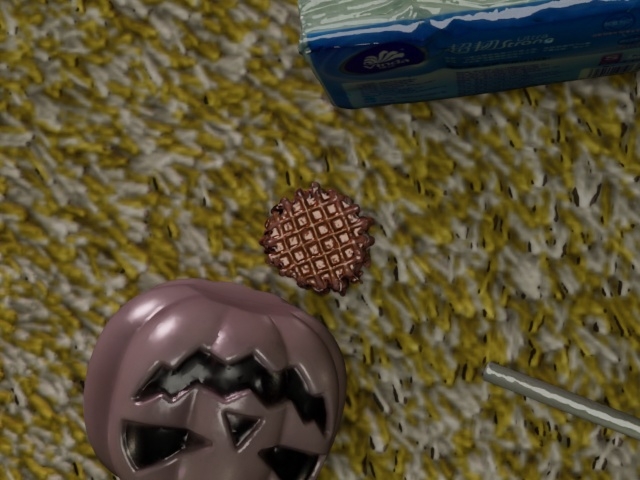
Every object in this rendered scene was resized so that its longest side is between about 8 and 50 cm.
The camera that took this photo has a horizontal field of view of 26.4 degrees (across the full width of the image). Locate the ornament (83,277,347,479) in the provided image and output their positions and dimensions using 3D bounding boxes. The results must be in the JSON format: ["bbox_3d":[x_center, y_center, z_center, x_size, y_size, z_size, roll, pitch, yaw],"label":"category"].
[{"bbox_3d":[-0.072,0.114,0.923,0.178,0.177,0.177,0,89,7],"label":"ornament"}]

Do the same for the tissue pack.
[{"bbox_3d":[0.121,-0.180,0.893,0.264,0.198,0.146,-6,85,6],"label":"tissue pack"}]

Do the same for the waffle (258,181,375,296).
[{"bbox_3d":[0.000,0.000,0.987,0.083,0.029,0.075,28,95,4],"label":"waffle"}]

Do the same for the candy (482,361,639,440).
[{"bbox_3d":[0.284,0.150,0.927,0.365,0.124,0.124,20,91,15],"label":"candy"}]
